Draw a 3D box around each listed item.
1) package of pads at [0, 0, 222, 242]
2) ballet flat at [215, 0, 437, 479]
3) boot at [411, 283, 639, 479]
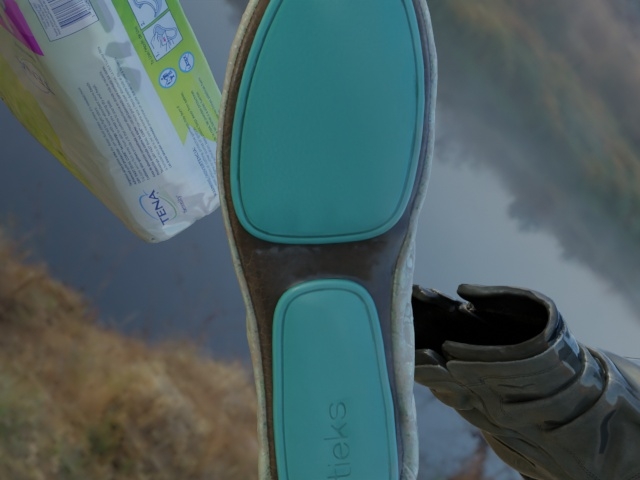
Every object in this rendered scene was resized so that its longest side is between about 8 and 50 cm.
[{"bbox_3d":[-0.179,-0.150,1.103,0.296,0.101,0.229,41,-18,48],"label":"package of pads"},{"bbox_3d":[0.000,0.000,0.436,0.052,0.057,0.168,-99,-169,-77],"label":"ballet flat"},{"bbox_3d":[0.144,0.079,0.764,0.161,0.246,0.083,38,63,-35],"label":"boot"}]
